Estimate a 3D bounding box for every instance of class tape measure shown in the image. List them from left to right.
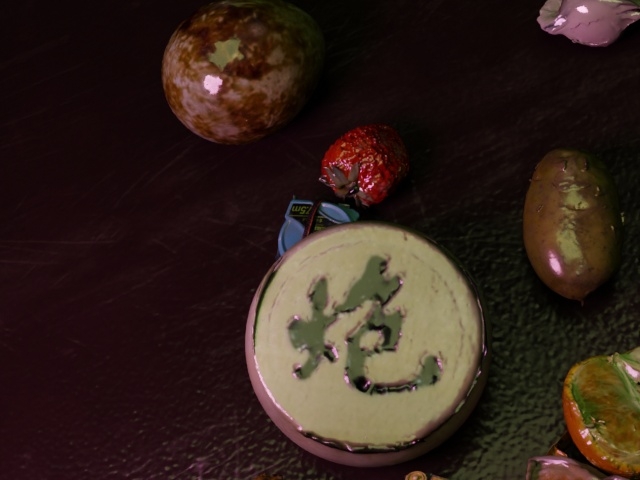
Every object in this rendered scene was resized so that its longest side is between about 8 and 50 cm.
[{"bbox_3d":[0.000,0.000,1.650,0.125,0.081,0.146,9,66,20],"label":"tape measure"}]

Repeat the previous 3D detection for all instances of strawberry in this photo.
[{"bbox_3d":[0.076,-0.126,1.676,0.131,0.131,0.148,34,82,25],"label":"strawberry"}]

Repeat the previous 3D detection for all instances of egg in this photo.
[{"bbox_3d":[-0.121,-0.287,1.737,0.289,0.238,0.238,-33,61,-15],"label":"egg"}]

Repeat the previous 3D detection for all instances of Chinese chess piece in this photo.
[{"bbox_3d":[0.067,0.142,1.487,0.349,0.146,0.349,-1,74,3],"label":"Chinese chess piece"}]

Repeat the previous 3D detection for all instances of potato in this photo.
[{"bbox_3d":[0.375,-0.024,1.566,0.149,0.113,0.251,-2,71,3],"label":"potato"}]

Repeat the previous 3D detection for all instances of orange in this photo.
[{"bbox_3d":[0.437,0.221,1.394,0.237,0.158,0.179,-24,51,-6],"label":"orange"}]

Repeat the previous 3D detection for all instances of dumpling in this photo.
[{"bbox_3d":[0.456,-0.383,1.742,0.188,0.108,0.127,-3,36,26],"label":"dumpling"}]

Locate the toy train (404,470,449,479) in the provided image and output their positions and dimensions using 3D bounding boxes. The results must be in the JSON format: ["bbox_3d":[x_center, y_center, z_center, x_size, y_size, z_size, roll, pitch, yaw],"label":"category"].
[{"bbox_3d":[0.117,0.392,1.398,0.081,0.060,0.202,9,43,32],"label":"toy train"}]

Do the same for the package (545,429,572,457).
[{"bbox_3d":[0.319,0.327,1.416,0.047,0.071,0.131,-5,64,13],"label":"package"}]

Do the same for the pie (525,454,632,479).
[{"bbox_3d":[0.272,0.390,1.250,0.337,0.075,0.337,-19,30,11],"label":"pie"}]

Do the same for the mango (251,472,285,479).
[{"bbox_3d":[-0.119,0.428,1.429,0.262,0.130,0.167,-30,66,3],"label":"mango"}]
